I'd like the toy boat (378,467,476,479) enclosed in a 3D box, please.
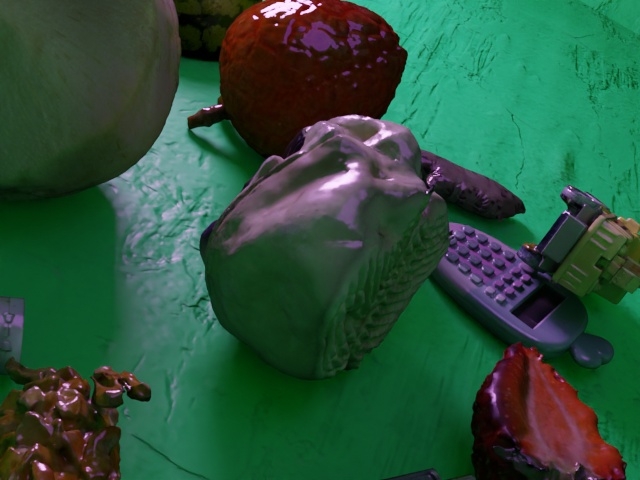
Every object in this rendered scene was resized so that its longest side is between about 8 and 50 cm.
[{"bbox_3d":[0.027,0.269,0.743,0.319,0.092,0.141,-1,42,-37],"label":"toy boat"}]

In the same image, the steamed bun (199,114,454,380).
[{"bbox_3d":[0.000,0.000,0.950,0.206,0.275,0.320,29,-5,20],"label":"steamed bun"}]

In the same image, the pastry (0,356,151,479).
[{"bbox_3d":[-0.190,0.180,0.638,0.102,0.154,0.250,15,38,-19],"label":"pastry"}]

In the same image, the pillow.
[{"bbox_3d":[0.216,-0.080,1.396,0.241,0.051,0.093,24,33,-14],"label":"pillow"}]

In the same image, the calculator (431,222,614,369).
[{"bbox_3d":[0.262,0.076,1.232,0.299,0.041,0.185,39,34,17],"label":"calculator"}]

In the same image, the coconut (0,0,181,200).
[{"bbox_3d":[-0.310,-0.213,0.940,0.353,0.352,0.352,20,34,-15],"label":"coconut"}]

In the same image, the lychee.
[{"bbox_3d":[-0.032,-0.207,1.227,0.255,0.300,0.255,52,17,-23],"label":"lychee"}]

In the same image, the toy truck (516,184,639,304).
[{"bbox_3d":[0.385,0.016,1.265,0.157,0.124,0.272,39,15,18],"label":"toy truck"}]

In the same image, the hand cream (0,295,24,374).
[{"bbox_3d":[-0.401,0.071,0.721,0.312,0.070,0.111,6,41,-20],"label":"hand cream"}]

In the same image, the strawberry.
[{"bbox_3d":[0.212,0.206,0.971,0.174,0.098,0.228,13,33,-26],"label":"strawberry"}]

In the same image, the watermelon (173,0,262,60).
[{"bbox_3d":[-0.192,-0.339,1.408,0.303,0.159,0.128,-3,83,-38],"label":"watermelon"}]
